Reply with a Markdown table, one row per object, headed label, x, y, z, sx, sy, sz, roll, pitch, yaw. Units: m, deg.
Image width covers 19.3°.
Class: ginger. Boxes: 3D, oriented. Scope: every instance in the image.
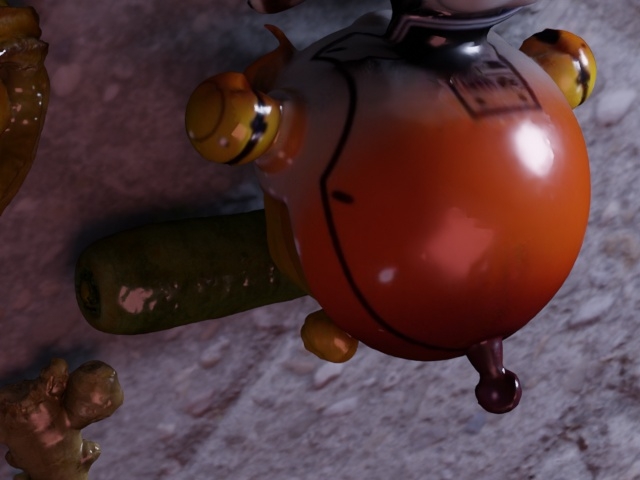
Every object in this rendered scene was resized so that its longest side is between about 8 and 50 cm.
| label | x | y | z | sx | sy | sz | roll | pitch | yaw |
| --- | --- | --- | --- | --- | --- | --- | --- | --- | --- |
| ginger | -0.209 | 0.174 | 1.347 | 0.193 | 0.052 | 0.176 | -26 | 134 | 1 |

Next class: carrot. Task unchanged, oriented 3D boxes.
| label | x | y | z | sx | sy | sz | roll | pitch | yaw |
| --- | --- | --- | --- | --- | --- | --- | --- | --- | --- |
| carrot | 0.000 | 0.000 | 1.317 | 0.358 | 0.074 | 0.074 | -13 | 131 | -25 |

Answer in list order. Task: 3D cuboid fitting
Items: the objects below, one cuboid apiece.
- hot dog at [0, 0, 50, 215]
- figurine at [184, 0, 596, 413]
| label | x | y | z | sx | sy | sz | roll | pitch | yaw |
| --- | --- | --- | --- | --- | --- | --- | --- | --- | --- |
| hot dog | -0.268 | -0.053 | 1.080 | 0.259 | 0.114 | 0.175 | -22 | 135 | -13 |
| figurine | 0.070 | -0.066 | 1.183 | 0.320 | 0.196 | 0.323 | -12 | 112 | -33 |
